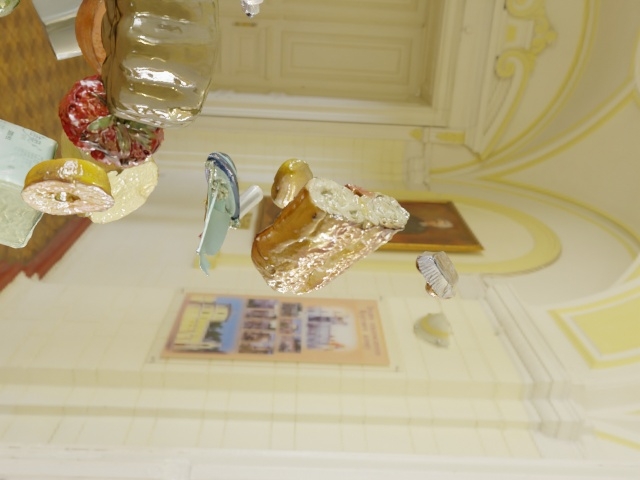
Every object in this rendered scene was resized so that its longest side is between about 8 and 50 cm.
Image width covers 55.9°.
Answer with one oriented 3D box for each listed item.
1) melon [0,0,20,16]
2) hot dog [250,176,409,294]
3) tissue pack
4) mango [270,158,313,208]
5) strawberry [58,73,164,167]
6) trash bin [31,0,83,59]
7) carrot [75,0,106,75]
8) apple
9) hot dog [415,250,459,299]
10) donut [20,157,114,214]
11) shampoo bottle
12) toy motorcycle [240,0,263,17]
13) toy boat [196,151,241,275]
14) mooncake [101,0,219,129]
[{"bbox_3d":[-0.911,-0.683,1.659,0.139,0.192,0.139,1,89,-61],"label":"melon"},{"bbox_3d":[0.000,0.000,1.659,0.365,0.367,0.196,-46,-124,30],"label":"hot dog"},{"bbox_3d":[-0.928,-0.188,1.660,0.205,0.332,0.405,-59,-150,17],"label":"tissue pack"},{"bbox_3d":[-0.104,-0.211,2.211,0.167,0.130,0.262,-38,162,-26],"label":"mango"},{"bbox_3d":[-0.561,-0.322,1.619,0.258,0.261,0.260,-3,-96,54],"label":"strawberry"},{"bbox_3d":[-0.792,-0.729,2.004,0.219,0.250,0.219,54,-21,30],"label":"trash bin"},{"bbox_3d":[-0.590,-0.608,1.816,0.100,0.259,0.307,34,-40,43],"label":"carrot"},{"bbox_3d":[-0.676,-0.201,1.880,0.309,0.314,0.252,129,-20,-58],"label":"apple"},{"bbox_3d":[0.321,0.095,1.646,0.144,0.075,0.268,64,17,11],"label":"hot dog"},{"bbox_3d":[-0.550,-0.119,1.322,0.174,0.190,0.074,40,42,-63],"label":"donut"},{"bbox_3d":[-0.257,-0.070,1.731,0.221,0.051,0.108,-45,-177,-17],"label":"shampoo bottle"},{"bbox_3d":[-0.212,-0.768,1.694,0.171,0.110,0.260,15,-59,65],"label":"toy motorcycle"},{"bbox_3d":[-0.223,-0.050,1.322,0.220,0.067,0.291,81,7,-48],"label":"toy boat"},{"bbox_3d":[-0.372,-0.436,1.324,0.378,0.201,0.378,-10,-102,60],"label":"mooncake"}]
